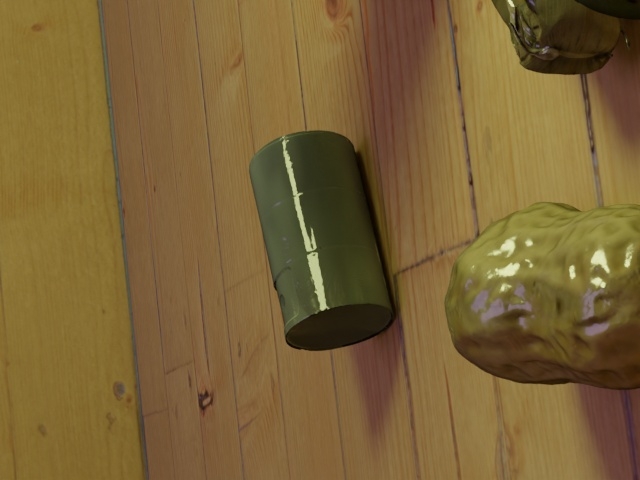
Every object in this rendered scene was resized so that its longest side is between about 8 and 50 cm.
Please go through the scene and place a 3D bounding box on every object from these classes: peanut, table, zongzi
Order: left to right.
[{"bbox_3d":[0.000,0.000,1.825,0.126,0.126,0.220,118,143,-58],"label":"table"},{"bbox_3d":[0.167,-0.206,1.300,0.197,0.099,0.194,133,137,-64],"label":"zongzi"},{"bbox_3d":[0.184,0.047,1.227,0.143,0.159,0.291,62,165,-11],"label":"peanut"}]

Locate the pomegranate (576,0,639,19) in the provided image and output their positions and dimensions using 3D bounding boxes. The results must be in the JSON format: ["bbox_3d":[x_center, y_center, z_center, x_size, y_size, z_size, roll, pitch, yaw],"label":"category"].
[{"bbox_3d":[0.233,-0.192,1.022,0.224,0.181,0.181,67,163,-5],"label":"pomegranate"}]
